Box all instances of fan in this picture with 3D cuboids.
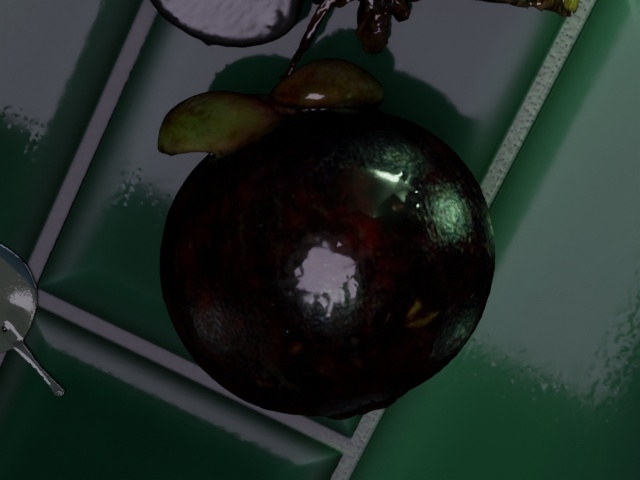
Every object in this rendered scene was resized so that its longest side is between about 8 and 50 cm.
[{"bbox_3d":[-0.293,0.076,1.376,0.113,0.005,0.175,-38,97,12],"label":"fan"}]

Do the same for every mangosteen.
[{"bbox_3d":[0.000,0.000,1.200,0.288,0.288,0.288,1,103,5],"label":"mangosteen"}]

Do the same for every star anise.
[{"bbox_3d":[0.031,-0.203,1.249,0.097,0.070,0.191,37,93,-13],"label":"star anise"}]

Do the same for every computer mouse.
[{"bbox_3d":[-0.058,-0.292,1.228,0.137,0.086,0.270,15,101,-7],"label":"computer mouse"}]

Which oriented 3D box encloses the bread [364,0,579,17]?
[{"bbox_3d":[0.071,-0.300,1.172,0.315,0.279,0.248,19,98,25],"label":"bread"}]
